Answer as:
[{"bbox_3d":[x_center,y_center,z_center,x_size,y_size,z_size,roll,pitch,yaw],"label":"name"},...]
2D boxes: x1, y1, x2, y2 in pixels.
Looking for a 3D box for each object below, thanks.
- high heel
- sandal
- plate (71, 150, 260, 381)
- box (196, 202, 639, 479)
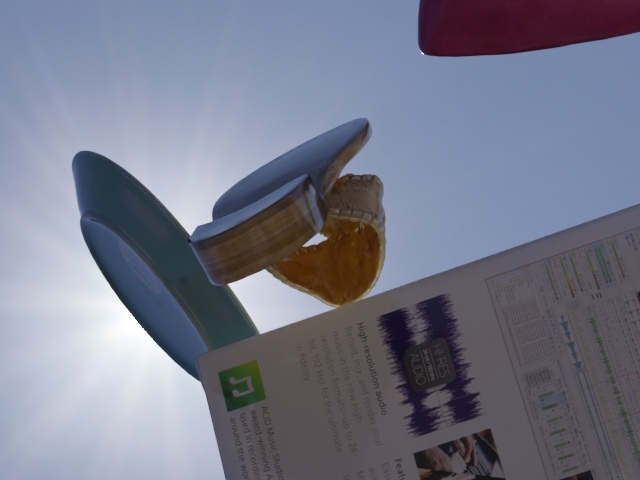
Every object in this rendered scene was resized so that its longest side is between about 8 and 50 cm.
[{"bbox_3d":[0.263,-0.162,1.158,0.377,0.127,0.181,22,-69,-6],"label":"high heel"},{"bbox_3d":[-0.006,0.003,0.797,0.088,0.240,0.079,-25,-82,13],"label":"sandal"},{"bbox_3d":[-0.092,0.030,0.924,0.024,0.188,0.188,-38,-47,-17],"label":"plate"},{"bbox_3d":[0.119,0.115,0.736,0.322,0.232,0.058,-19,-23,11],"label":"box"}]
